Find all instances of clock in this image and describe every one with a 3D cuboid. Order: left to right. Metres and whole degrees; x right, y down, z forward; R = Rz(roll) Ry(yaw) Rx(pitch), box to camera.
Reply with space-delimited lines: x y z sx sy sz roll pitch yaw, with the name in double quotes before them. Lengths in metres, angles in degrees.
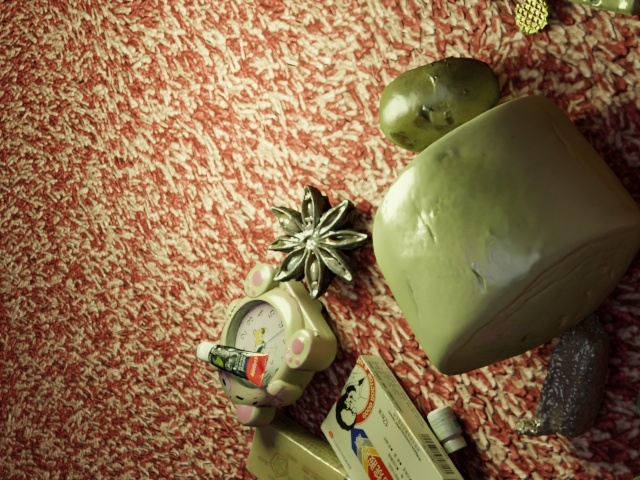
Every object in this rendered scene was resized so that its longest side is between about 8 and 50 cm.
"clock" -0.118 0.238 2.335 0.309 0.114 0.284 -52 52 25

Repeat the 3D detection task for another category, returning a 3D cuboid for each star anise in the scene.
"star anise" -0.001 0.000 2.238 0.236 0.109 0.223 23 105 24

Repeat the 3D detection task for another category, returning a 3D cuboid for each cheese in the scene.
"cheese" 0.467 -0.432 1.803 0.194 0.043 0.064 26 107 40

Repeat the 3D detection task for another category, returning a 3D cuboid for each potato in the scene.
"potato" 0.215 -0.259 1.973 0.262 0.165 0.165 -28 76 48

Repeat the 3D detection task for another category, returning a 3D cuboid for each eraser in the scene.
"eraser" -0.013 0.517 2.324 0.343 0.078 0.144 27 112 37

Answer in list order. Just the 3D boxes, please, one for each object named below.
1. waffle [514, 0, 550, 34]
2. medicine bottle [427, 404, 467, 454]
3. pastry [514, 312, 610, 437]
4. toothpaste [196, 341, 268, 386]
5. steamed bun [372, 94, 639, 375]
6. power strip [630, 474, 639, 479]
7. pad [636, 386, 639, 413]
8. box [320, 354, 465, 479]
"waffle" 0.379 -0.409 1.892 0.085 0.016 0.078 -41 68 56
"medicine bottle" 0.251 0.374 2.084 0.052 0.052 0.089 -38 70 38
"pastry" 0.444 0.259 1.861 0.112 0.103 0.265 42 124 39
"toothpaste" -0.188 0.260 2.302 0.194 0.045 0.071 14 90 40
"steamed bun" 0.291 0.003 1.805 0.456 0.290 0.371 -49 52 32
"power strip" 0.597 0.494 1.787 0.145 0.061 0.215 -44 65 44
"pad" 0.617 0.187 1.759 0.160 0.009 0.265 14 105 40
"box" 0.136 0.426 2.130 0.214 0.069 0.353 -63 38 27
